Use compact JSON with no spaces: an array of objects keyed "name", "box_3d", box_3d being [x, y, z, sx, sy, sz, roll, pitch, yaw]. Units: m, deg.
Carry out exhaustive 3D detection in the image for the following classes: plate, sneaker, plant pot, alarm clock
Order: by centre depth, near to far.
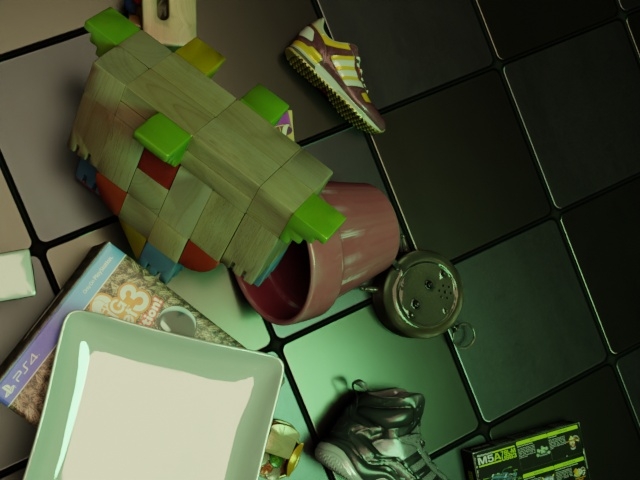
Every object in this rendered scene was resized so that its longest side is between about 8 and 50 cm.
[{"name":"plate","box_3d":[-0.204,0.245,1.256,0.277,0.045,0.278,15,82,-18]},{"name":"plant pot","box_3d":[0.000,0.000,1.428,0.180,0.201,0.201,-14,92,-36]},{"name":"sneaker","box_3d":[0.136,0.299,1.494,0.268,0.101,0.153,27,81,-14]},{"name":"sneaker","box_3d":[0.040,-0.236,1.510,0.185,0.069,0.084,44,79,-13]},{"name":"alarm clock","box_3d":[0.159,0.091,1.540,0.192,0.064,0.129,42,74,-16]}]

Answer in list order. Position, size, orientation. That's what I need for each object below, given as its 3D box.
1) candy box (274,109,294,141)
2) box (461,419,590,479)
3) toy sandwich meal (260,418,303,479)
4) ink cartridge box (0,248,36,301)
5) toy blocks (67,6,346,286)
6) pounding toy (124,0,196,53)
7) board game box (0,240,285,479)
[{"name":"candy box","box_3d":[-0.128,-0.120,1.452,0.186,0.053,0.109,-4,88,-19]},{"name":"box","box_3d":[0.319,0.383,1.588,0.190,0.045,0.184,-12,89,-19]},{"name":"toy sandwich meal","box_3d":[-0.060,0.293,1.463,0.085,0.029,0.086,1,86,-20]},{"name":"ink cartridge box","box_3d":[-0.514,0.065,1.244,0.332,0.165,0.065,-8,91,-19]},{"name":"toy blocks","box_3d":[-0.168,-0.064,1.294,0.381,0.261,0.191,37,45,5]},{"name":"pounding toy","box_3d":[-0.222,-0.287,1.386,0.100,0.130,0.141,0,87,-20]},{"name":"board game box","box_3d":[-0.237,0.181,1.348,0.291,0.141,0.232,39,75,-14]}]
